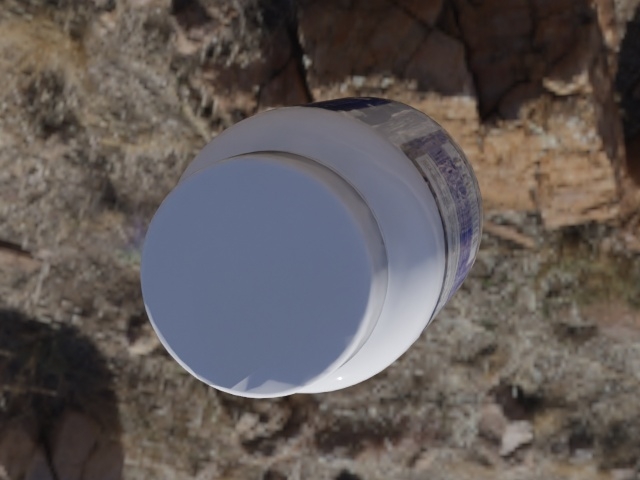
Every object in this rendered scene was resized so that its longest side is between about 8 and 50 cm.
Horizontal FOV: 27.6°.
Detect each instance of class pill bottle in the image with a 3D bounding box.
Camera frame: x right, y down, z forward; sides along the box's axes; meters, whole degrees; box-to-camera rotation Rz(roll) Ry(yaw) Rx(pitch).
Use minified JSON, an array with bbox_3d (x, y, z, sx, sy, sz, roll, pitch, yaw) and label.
[{"bbox_3d":[0.000,0.000,0.528,0.112,0.112,0.186,2,-172,15],"label":"pill bottle"}]
